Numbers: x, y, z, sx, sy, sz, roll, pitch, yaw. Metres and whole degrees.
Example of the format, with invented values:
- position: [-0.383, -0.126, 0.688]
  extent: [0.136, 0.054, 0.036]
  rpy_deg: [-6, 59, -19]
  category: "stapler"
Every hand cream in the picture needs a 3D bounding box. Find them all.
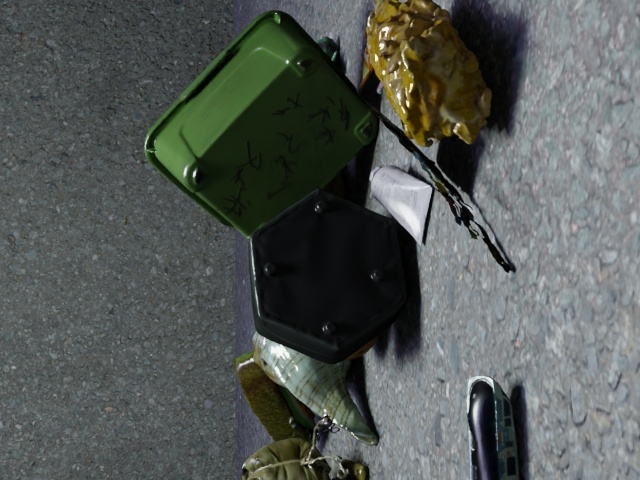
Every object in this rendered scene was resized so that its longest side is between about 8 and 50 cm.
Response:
- position: [0.111, -0.061, 1.165]
  extent: [0.142, 0.053, 0.084]
  rpy_deg: [46, 136, 52]
  category: "hand cream"

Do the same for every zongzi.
- position: [-0.072, 0.407, 1.510]
  extent: [0.418, 0.182, 0.446]
  rpy_deg: [-116, 23, -60]
  category: "zongzi"

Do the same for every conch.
- position: [-0.016, 0.188, 1.456]
  extent: [0.386, 0.203, 0.169]
  rpy_deg: [25, 94, 53]
  category: "conch"

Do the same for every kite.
- position: [0.128, -0.070, 0.947]
  extent: [0.015, 0.152, 0.285]
  rpy_deg: [-44, 35, 15]
  category: "kite"

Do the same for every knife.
- position: [0.039, 0.404, 1.512]
  extent: [0.298, 0.017, 0.047]
  rpy_deg: [146, 118, -75]
  category: "knife"

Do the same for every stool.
- position: [0.007, 0.051, 1.195]
  extent: [0.141, 0.232, 0.232]
  rpy_deg: [102, 166, -72]
  category: "stool"

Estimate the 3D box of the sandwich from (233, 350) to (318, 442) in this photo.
- position: [-0.094, 0.239, 1.719]
  extent: [0.301, 0.162, 0.250]
  rpy_deg: [-76, -33, -44]
  category: "sandwich"

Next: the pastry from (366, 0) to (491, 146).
- position: [0.117, -0.191, 0.963]
  extent: [0.154, 0.102, 0.250]
  rpy_deg: [61, -171, -24]
  category: "pastry"

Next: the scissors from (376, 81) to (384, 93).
- position: [0.111, -0.258, 1.214]
  extent: [0.187, 0.020, 0.133]
  rpy_deg: [157, 119, -78]
  category: "scissors"

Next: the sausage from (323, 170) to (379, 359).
- position: [-0.003, 0.001, 1.453]
  extent: [0.123, 0.136, 0.500]
  rpy_deg: [53, -163, -40]
  category: "sausage"

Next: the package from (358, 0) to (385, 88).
- position: [0.084, -0.302, 1.282]
  extent: [0.108, 0.031, 0.120]
  rpy_deg: [120, 161, -64]
  category: "package"

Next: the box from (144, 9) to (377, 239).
- position: [-0.083, -0.169, 1.366]
  extent: [0.328, 0.253, 0.178]
  rpy_deg: [-48, 33, 1]
  category: "box"

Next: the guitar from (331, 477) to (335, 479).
- position: [-0.010, 0.531, 1.680]
  extent: [0.271, 0.038, 0.083]
  rpy_deg: [106, 158, -51]
  category: "guitar"

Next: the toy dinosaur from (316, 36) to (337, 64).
- position: [-0.016, -0.327, 1.689]
  extent: [0.292, 0.079, 0.120]
  rpy_deg: [-168, 85, -75]
  category: "toy dinosaur"

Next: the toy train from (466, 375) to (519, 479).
- position: [0.169, 0.237, 0.842]
  extent: [0.043, 0.047, 0.207]
  rpy_deg: [-12, 78, 55]
  category: "toy train"
